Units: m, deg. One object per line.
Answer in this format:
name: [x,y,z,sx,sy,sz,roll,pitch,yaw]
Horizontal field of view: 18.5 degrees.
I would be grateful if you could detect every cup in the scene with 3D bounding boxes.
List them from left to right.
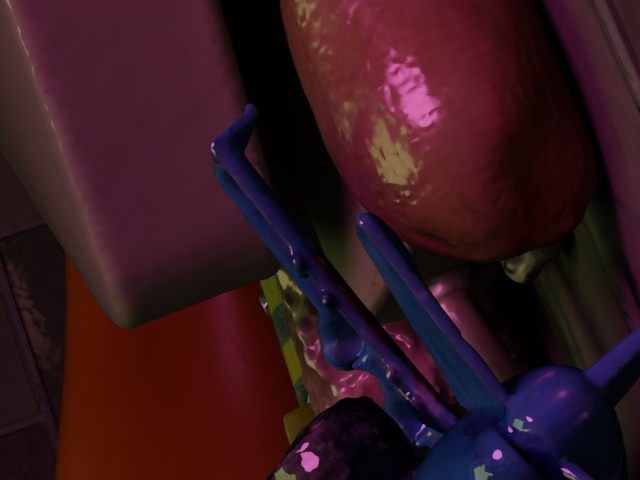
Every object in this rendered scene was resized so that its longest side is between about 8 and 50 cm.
cup: [-0.045,0.072,1.056,0.182,0.226,0.264,33,-140,-52]

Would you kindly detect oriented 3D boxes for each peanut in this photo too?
peanut: [0.028,-0.059,0.576,0.076,0.076,0.152,85,160,-67]

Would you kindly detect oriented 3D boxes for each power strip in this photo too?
power strip: [0.014,-0.069,0.678,0.093,0.053,0.288,116,138,-57]

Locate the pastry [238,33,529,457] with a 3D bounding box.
pastry: [0.013,0.000,0.755,0.103,0.112,0.265,62,-162,-67]

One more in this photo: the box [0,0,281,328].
box: [-0.134,-0.195,0.696,0.367,0.090,0.373,48,156,55]

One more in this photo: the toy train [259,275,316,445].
toy train: [0.018,0.050,0.858,0.200,0.083,0.132,68,-171,21]

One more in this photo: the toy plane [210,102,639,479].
toy plane: [0.053,0.082,0.551,0.254,0.105,0.271,47,163,16]
